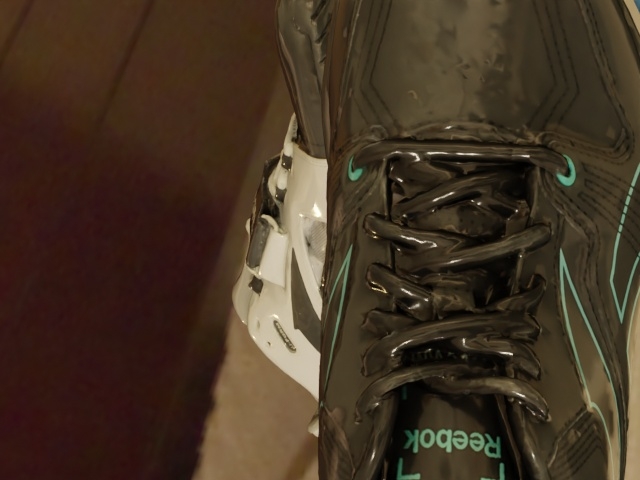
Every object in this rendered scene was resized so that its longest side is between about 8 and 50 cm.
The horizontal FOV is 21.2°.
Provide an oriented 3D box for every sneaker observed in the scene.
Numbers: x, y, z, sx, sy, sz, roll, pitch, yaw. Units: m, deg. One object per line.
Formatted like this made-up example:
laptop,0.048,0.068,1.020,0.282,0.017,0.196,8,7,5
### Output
sneaker,0.048,0.026,0.461,0.101,0.106,0.267,-3,92,9
sneaker,0.000,0.000,1.017,0.146,0.122,0.331,-3,120,24

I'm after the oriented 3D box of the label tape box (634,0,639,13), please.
label tape box,0.254,-0.228,0.807,0.347,0.115,0.249,8,126,64
